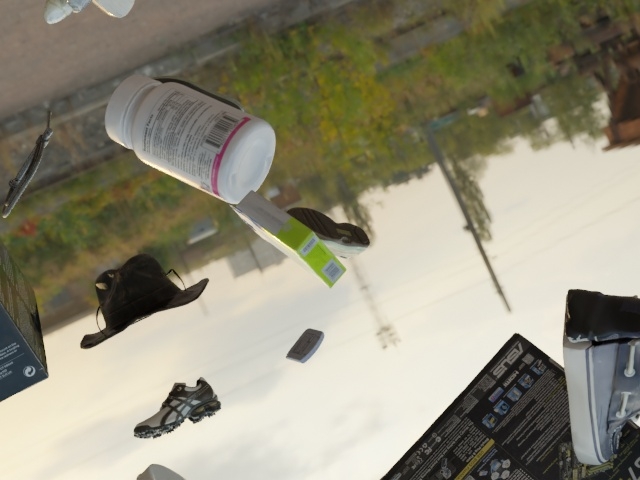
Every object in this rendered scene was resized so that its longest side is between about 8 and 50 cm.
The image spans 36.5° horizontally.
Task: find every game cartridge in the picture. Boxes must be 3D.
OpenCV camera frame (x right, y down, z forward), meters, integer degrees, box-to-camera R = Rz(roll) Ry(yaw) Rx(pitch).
[{"bbox_3d":[-0.029,0.219,2.009,0.056,0.017,0.083,7,-131,47],"label":"game cartridge"}]

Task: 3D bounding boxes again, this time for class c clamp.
[{"bbox_3d":[-0.475,-0.116,1.575,0.160,0.022,0.137,-51,-151,24],"label":"c clamp"}]

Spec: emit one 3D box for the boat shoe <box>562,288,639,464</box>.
[{"bbox_3d":[0.405,0.191,1.246,0.158,0.340,0.127,0,-127,20],"label":"boat shoe"}]

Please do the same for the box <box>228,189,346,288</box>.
[{"bbox_3d":[-0.050,-0.007,1.422,0.042,0.109,0.178,-49,-134,-7],"label":"box"}]

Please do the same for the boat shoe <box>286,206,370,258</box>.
[{"bbox_3d":[0.000,0.000,1.656,0.190,0.068,0.072,20,129,-40],"label":"boat shoe"}]

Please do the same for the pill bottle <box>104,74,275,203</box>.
[{"bbox_3d":[-0.238,-0.190,1.751,0.283,0.160,0.160,26,-152,21],"label":"pill bottle"}]

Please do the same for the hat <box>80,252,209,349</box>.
[{"bbox_3d":[-0.390,0.104,2.047,0.331,0.133,0.331,-24,-175,2],"label":"hat"}]

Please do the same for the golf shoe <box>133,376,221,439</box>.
[{"bbox_3d":[-0.305,0.345,1.994,0.198,0.093,0.077,-16,165,-37],"label":"golf shoe"}]

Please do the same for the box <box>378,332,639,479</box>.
[{"bbox_3d":[0.290,0.380,1.465,0.395,0.318,0.097,-47,142,-6],"label":"box"}]

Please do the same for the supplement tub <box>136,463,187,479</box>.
[{"bbox_3d":[-0.357,0.614,1.829,0.331,0.241,0.241,-48,-176,0],"label":"supplement tub"}]

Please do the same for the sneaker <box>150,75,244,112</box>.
[{"bbox_3d":[-0.270,-0.259,1.933,0.222,0.083,0.118,14,-145,2],"label":"sneaker"}]

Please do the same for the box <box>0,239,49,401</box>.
[{"bbox_3d":[-0.395,0.050,1.068,0.103,0.184,0.261,-27,-156,-10],"label":"box"}]

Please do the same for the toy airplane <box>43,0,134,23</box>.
[{"bbox_3d":[-0.404,-0.450,1.183,0.386,0.384,0.272,-5,-149,-25],"label":"toy airplane"}]
